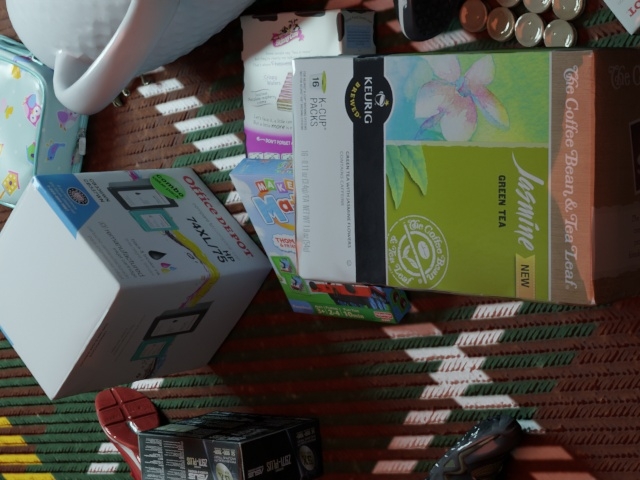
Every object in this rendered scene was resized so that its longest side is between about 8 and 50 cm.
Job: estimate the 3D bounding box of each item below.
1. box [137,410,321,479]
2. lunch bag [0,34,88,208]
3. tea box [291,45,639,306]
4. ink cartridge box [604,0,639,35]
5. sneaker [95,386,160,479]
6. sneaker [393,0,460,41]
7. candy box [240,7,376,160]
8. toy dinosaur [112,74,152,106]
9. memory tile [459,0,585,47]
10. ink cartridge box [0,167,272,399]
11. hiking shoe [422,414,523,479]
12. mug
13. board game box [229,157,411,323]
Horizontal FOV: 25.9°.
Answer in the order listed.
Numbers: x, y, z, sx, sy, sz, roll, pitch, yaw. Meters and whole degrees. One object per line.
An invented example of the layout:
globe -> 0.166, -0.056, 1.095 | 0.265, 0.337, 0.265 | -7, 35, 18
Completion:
box -> -0.113, 0.269, 1.743 | 0.180, 0.147, 0.077 | -2, 94, 39
lunch bag -> -0.445, -0.177, 1.982 | 0.279, 0.108, 0.224 | 24, 107, 34
tea box -> 0.198, -0.072, 1.324 | 0.324, 0.329, 0.219 | 3, 97, 40
ink cartridge box -> 0.315, -0.305, 1.364 | 0.127, 0.072, 0.175 | -46, 67, 33
sneaker -> -0.250, 0.308, 1.902 | 0.221, 0.087, 0.128 | 49, 139, 44
sneaker -> 0.095, -0.333, 1.548 | 0.097, 0.084, 0.234 | -7, 85, 51
candy box -> -0.013, -0.155, 1.653 | 0.159, 0.071, 0.233 | 4, 100, 39
toy dinosaur -> -0.262, -0.262, 1.856 | 0.093, 0.053, 0.183 | 23, 110, 37
memory tile -> 0.219, -0.265, 1.488 | 0.148, 0.012, 0.113 | 21, 109, 35
ink cartridge box -> -0.245, 0.046, 1.742 | 0.198, 0.270, 0.197 | 49, 121, 24
hiking shoe -> 0.175, 0.288, 1.565 | 0.114, 0.086, 0.227 | 44, 128, 11
mug -> -0.226, -0.309, 1.638 | 0.328, 0.276, 0.374 | -35, 37, 39
board game box -> 0.000, 0.000, 1.619 | 0.160, 0.039, 0.211 | 4, 129, 39
